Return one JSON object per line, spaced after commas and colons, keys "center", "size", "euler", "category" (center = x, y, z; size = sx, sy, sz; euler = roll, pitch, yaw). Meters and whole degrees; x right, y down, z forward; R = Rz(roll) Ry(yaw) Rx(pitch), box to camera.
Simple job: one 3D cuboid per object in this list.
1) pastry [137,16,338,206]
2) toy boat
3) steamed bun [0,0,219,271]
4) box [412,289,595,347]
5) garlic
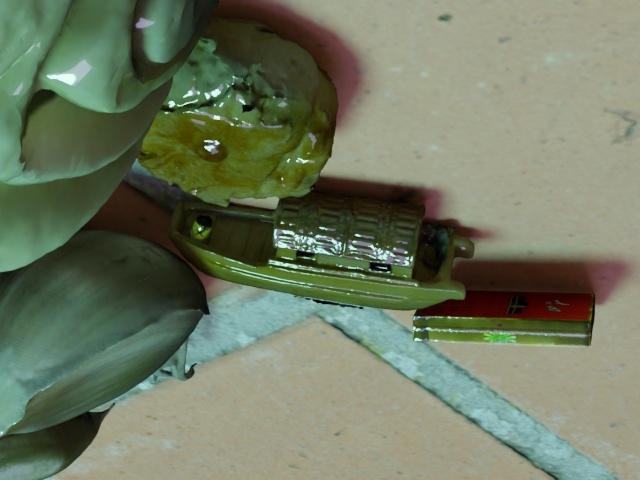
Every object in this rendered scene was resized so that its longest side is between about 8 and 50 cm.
{"center": [-0.061, -0.083, 1.063], "size": [0.153, 0.081, 0.153], "euler": [3, 153, 1], "category": "pastry"}
{"center": [0.000, 0.000, 1.177], "size": [0.226, 0.068, 0.088], "euler": [10, 139, 6], "category": "toy boat"}
{"center": [-0.154, -0.152, 0.776], "size": [0.237, 0.346, 0.394], "euler": [-2, 161, 7], "category": "steamed bun"}
{"center": [0.140, 0.058, 1.205], "size": [0.133, 0.090, 0.023], "euler": [1, 103, 13], "category": "box"}
{"center": [-0.201, 0.094, 1.218], "size": [0.210, 0.292, 0.237], "euler": [20, 122, 33], "category": "garlic"}
